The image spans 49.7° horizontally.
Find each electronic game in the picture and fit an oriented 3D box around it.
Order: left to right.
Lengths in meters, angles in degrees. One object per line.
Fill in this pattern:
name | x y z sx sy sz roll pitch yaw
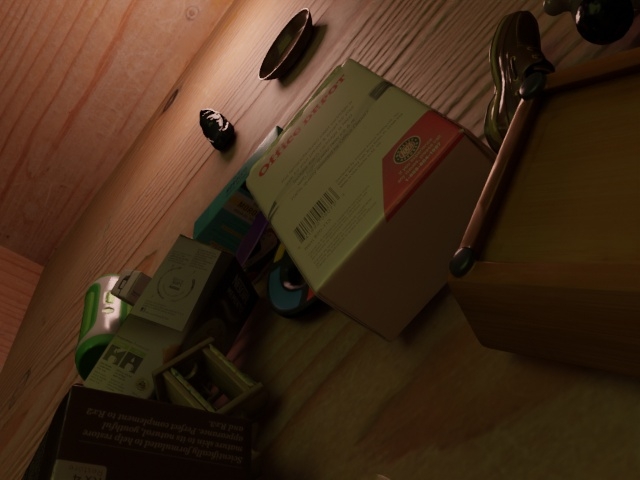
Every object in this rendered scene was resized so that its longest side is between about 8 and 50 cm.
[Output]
electronic game | 0.000 0.000 0.933 0.229 0.048 0.229 -43 28 30

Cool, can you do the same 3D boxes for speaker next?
speaker | -0.452 0.186 1.480 0.131 0.131 0.296 -53 25 13

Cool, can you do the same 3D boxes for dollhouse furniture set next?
dollhouse furniture set | -0.111 0.244 0.871 0.101 0.161 0.182 -29 48 -32

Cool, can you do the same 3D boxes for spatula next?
spatula | -0.033 -0.072 1.053 0.296 0.030 0.084 -44 20 0

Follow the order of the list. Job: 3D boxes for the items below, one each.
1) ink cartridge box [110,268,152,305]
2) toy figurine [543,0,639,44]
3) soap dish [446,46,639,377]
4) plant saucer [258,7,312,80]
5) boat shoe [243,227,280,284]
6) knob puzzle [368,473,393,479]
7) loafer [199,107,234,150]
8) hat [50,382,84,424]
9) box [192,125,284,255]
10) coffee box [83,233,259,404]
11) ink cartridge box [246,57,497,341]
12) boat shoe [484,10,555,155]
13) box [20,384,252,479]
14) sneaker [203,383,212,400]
ink cartridge box | -0.347 0.112 1.385 0.063 0.109 0.150 -61 24 -15
toy figurine | 0.254 -0.294 0.594 0.209 0.213 0.148 -39 17 34
soap dish | 0.225 -0.027 0.453 0.290 0.118 0.229 -2 60 63
plant saucer | -0.075 -0.451 1.618 0.198 0.036 0.199 -43 28 30
boat shoe | -0.087 0.007 1.097 0.137 0.043 0.049 -52 23 11
knob puzzle | 0.044 0.282 0.542 0.213 0.030 0.213 -44 27 30
loafer | -0.269 -0.283 1.736 0.076 0.078 0.223 -54 25 10
hat | -0.386 0.323 1.188 0.331 0.133 0.331 -44 29 31
box | -0.105 -0.067 1.149 0.244 0.100 0.060 -46 28 27
coffee box | -0.201 0.137 0.978 0.098 0.141 0.247 19 65 22
ink cartridge box | 0.052 -0.060 0.762 0.207 0.117 0.283 -49 33 8
boat shoe | 0.214 -0.167 0.712 0.060 0.064 0.178 -19 51 47
box | -0.236 0.313 0.752 0.381 0.191 0.143 -49 32 42
sneaker | -0.214 0.183 1.103 0.083 0.087 0.221 -26 41 -4
